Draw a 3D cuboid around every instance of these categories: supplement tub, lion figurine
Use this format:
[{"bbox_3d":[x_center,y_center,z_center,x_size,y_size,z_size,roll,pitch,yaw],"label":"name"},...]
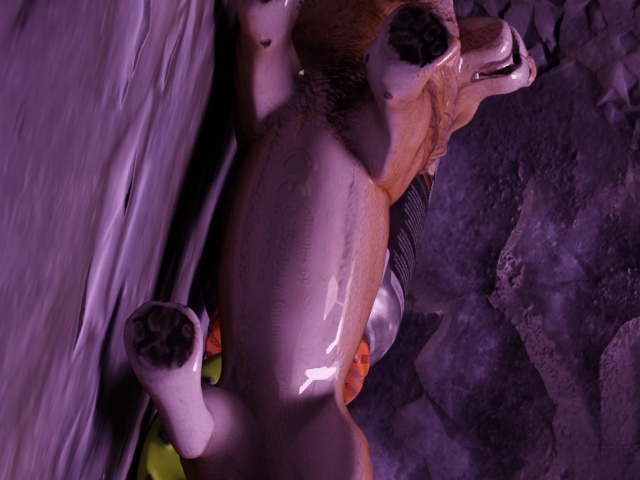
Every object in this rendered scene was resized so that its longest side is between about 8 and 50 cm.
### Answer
[{"bbox_3d":[0.000,0.000,0.904,0.117,0.117,0.190,102,3,-49],"label":"supplement tub"},{"bbox_3d":[-0.006,0.020,0.721,0.240,0.142,0.392,90,19,-72],"label":"lion figurine"}]

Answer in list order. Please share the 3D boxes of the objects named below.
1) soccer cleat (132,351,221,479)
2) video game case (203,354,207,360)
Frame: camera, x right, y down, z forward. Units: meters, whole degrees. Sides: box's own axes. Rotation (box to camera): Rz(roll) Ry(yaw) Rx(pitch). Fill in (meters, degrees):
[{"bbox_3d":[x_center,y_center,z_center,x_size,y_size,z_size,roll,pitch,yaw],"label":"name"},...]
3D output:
[{"bbox_3d":[-0.076,0.139,0.805,0.072,0.060,0.178,-168,-81,-83],"label":"soccer cleat"},{"bbox_3d":[-0.075,0.101,1.051,0.122,0.011,0.087,92,13,-78],"label":"video game case"}]
